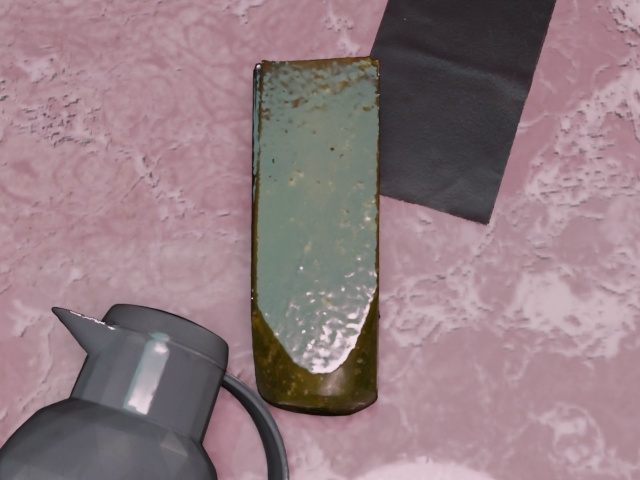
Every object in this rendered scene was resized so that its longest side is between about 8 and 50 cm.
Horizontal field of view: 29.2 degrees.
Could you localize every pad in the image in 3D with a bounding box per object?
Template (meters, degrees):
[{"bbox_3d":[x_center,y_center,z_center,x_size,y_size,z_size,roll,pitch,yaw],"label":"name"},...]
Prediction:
[{"bbox_3d":[0.088,-0.113,0.855,0.116,0.004,0.193,17,75,7],"label":"pad"}]

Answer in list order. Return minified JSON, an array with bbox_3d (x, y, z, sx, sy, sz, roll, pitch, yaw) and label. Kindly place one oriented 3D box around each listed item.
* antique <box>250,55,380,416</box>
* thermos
[{"bbox_3d":[0.000,0.000,0.784,0.081,0.080,0.221,-1,77,4],"label":"antique"},{"bbox_3d":[-0.120,0.184,0.715,0.182,0.145,0.286,27,74,-21],"label":"thermos"}]
